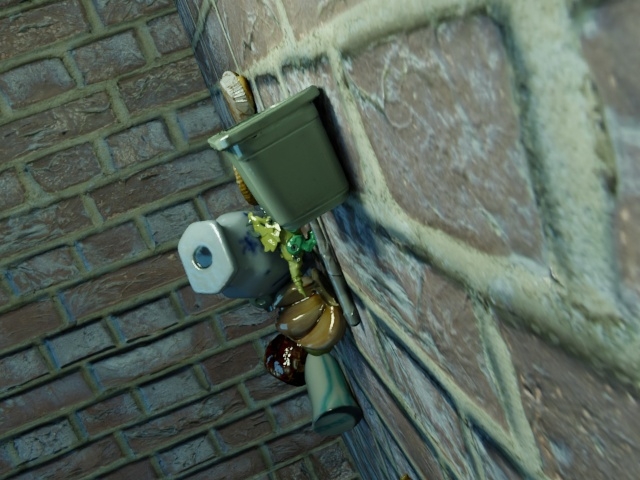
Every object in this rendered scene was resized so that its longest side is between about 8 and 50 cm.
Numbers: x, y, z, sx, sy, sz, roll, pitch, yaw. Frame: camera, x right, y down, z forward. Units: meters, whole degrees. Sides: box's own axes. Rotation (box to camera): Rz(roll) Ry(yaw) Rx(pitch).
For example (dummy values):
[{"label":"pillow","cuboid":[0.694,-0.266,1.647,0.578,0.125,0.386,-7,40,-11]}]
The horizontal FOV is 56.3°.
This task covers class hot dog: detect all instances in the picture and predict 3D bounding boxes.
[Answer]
[{"label":"hot dog","cuboid":[-0.225,-0.386,1.722,0.131,0.069,0.252,54,169,26]}]

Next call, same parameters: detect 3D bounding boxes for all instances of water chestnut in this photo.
[{"label":"water chestnut","cuboid":[-0.094,0.489,2.534,0.244,0.289,0.289,55,168,18]}]

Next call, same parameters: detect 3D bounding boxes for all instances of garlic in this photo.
[{"label":"garlic","cuboid":[-0.021,0.200,1.635,0.214,0.191,0.160,54,-166,13]}]

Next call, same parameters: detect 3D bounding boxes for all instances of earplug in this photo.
[{"label":"earplug","cuboid":[0.022,0.533,2.223,0.185,0.185,0.323,76,175,-45]}]

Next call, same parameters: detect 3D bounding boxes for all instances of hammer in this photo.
[{"label":"hammer","cuboid":[0.001,0.000,1.333,0.152,0.044,0.426,-166,54,-81]}]

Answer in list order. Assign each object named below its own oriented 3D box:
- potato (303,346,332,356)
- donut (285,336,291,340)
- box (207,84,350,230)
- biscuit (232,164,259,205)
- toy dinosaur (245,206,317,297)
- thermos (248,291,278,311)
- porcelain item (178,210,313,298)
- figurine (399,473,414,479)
[{"label":"potato","cuboid":[-0.038,0.240,1.862,0.248,0.144,0.169,65,-174,10]},{"label":"donut","cuboid":[-0.065,0.315,2.263,0.295,0.151,0.112,78,177,-54]},{"label":"box","cuboid":[-0.066,-0.133,1.016,0.182,0.175,0.312,62,174,-15]},{"label":"biscuit","cuboid":[-0.219,-0.231,1.889,0.254,0.035,0.253,-8,-90,-77]},{"label":"toy dinosaur","cuboid":[-0.069,0.016,1.515,0.259,0.153,0.094,60,175,-5]},{"label":"thermos","cuboid":[-0.166,0.078,1.893,0.286,0.145,0.182,-79,-26,-51]},{"label":"porcelain item","cuboid":[-0.190,0.039,1.629,0.405,0.179,0.242,-1,-116,-62]},{"label":"figurine","cuboid":[0.230,0.600,1.308,0.176,0.121,0.122,54,144,2]}]
